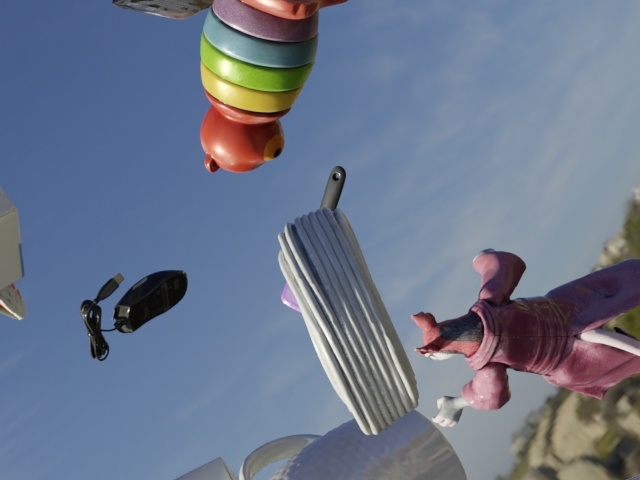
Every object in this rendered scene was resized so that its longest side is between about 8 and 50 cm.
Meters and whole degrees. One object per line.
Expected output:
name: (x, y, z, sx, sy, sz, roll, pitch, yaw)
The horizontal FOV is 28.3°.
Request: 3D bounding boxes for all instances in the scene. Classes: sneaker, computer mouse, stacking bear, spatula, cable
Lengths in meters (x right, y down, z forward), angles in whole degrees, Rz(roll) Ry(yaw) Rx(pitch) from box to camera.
sneaker: (-0.574, 0.091, 2.169, 0.065, 0.158, 0.061, -34, 34, 23)
computer mouse: (-0.388, 0.110, 2.579, 0.262, 0.060, 0.184, -39, -35, -25)
stacking bear: (-0.084, -0.222, 1.681, 0.175, 0.164, 0.289, -35, -33, -55)
spatula: (0.000, 0.000, 2.250, 0.030, 0.084, 0.296, -35, -34, -53)
cable: (0.033, 0.088, 1.413, 0.089, 0.257, 0.257, -24, -14, 1)

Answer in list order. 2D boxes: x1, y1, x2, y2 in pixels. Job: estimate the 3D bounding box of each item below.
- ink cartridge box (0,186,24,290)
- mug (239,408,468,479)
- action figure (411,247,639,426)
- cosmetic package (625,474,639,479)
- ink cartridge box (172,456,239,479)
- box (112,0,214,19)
ink cartridge box: (-0.559, -0.079, 1.804, 0.129, 0.307, 0.223, -32, -17, -22)
mug: (0.018, 0.449, 2.203, 0.328, 0.374, 0.276, -23, -56, -33)
action figure: (0.290, 0.139, 1.683, 0.370, 0.248, 0.275, -1, 3, -29)
cosmetic package: (0.513, 0.369, 1.624, 0.365, 0.155, 0.197, -23, -40, 5)
ink cartridge box: (-0.224, 0.527, 2.374, 0.201, 0.117, 0.278, -27, -25, -4)
box: (-0.158, -0.469, 1.871, 0.143, 0.191, 0.381, 6, -8, -36)
